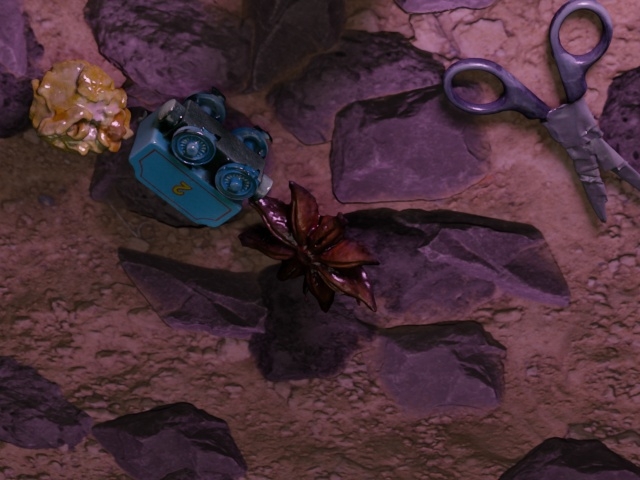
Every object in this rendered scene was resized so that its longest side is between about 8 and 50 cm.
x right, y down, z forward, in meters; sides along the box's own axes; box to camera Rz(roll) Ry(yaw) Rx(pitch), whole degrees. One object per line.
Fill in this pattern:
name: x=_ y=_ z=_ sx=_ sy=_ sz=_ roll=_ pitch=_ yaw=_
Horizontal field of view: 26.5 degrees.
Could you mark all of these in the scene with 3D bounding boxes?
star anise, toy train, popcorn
star anise: x=0.000 y=0.000 z=2.092 sx=0.272 sy=0.102 sz=0.272 roll=24 pitch=141 yaw=21
toy train: x=-0.176 y=-0.119 z=1.995 sx=0.163 sy=0.112 sz=0.203 roll=-33 pitch=120 yaw=33
popcorn: x=-0.347 y=-0.190 z=1.942 sx=0.135 sy=0.162 sz=0.141 roll=9 pitch=116 yaw=49

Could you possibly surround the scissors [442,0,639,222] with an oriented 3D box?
scissors: x=0.374 y=-0.165 z=1.978 sx=0.256 sy=0.029 sz=0.383 roll=-29 pitch=122 yaw=24
